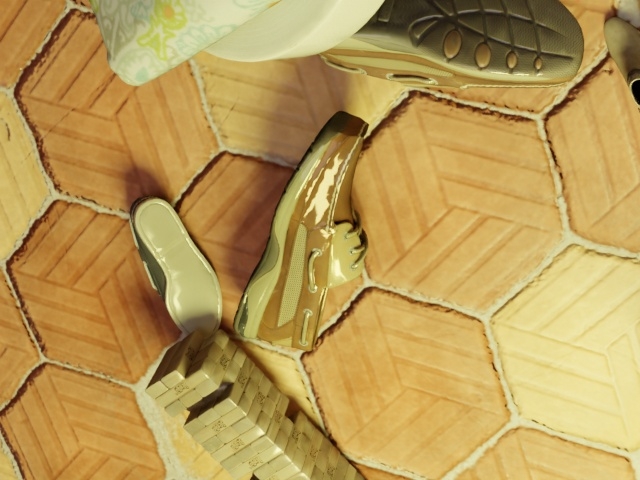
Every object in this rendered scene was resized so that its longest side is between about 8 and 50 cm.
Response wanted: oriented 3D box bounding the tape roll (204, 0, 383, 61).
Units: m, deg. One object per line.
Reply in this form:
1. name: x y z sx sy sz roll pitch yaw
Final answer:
1. tape roll: -0.063 -0.374 1.081 0.392 0.072 0.392 15 112 42

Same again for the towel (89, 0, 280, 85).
1. towel: -0.145 -0.376 1.053 0.320 0.090 0.375 -20 86 49

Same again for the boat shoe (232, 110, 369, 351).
1. boat shoe: 0.000 0.000 1.291 0.119 0.123 0.324 25 125 2

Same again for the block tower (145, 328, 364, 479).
1. block tower: -0.068 0.262 1.401 0.091 0.097 0.335 -35 107 29

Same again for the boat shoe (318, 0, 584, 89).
1. boat shoe: 0.119 -0.219 1.157 0.324 0.116 0.123 17 76 20

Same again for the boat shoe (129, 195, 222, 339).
1. boat shoe: -0.187 0.033 1.404 0.075 0.065 0.206 -30 113 -19

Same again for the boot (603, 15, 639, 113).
1. boot: 0.325 -0.171 1.117 0.042 0.087 0.118 -36 96 29
